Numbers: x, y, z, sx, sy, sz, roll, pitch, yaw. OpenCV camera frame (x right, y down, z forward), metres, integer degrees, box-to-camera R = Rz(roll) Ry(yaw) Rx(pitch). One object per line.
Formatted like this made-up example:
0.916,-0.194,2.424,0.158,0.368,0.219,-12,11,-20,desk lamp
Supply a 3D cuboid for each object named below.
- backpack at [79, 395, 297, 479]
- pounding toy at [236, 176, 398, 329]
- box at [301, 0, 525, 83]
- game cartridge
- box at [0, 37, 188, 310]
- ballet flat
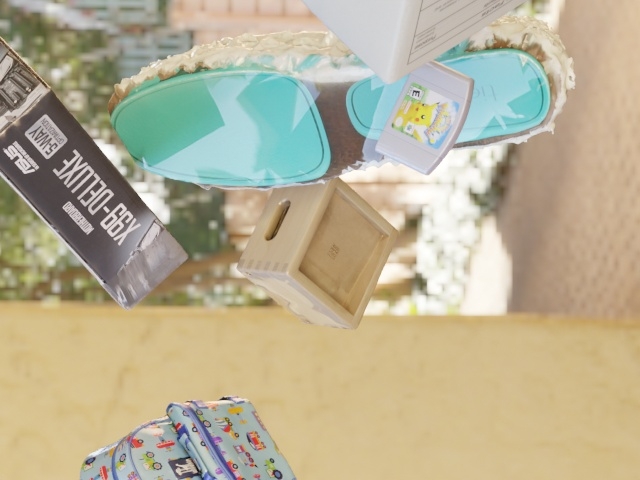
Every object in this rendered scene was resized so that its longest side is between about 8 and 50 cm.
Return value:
-0.128,0.228,1.616,0.117,0.173,0.158,-48,58,31,backpack
0.000,0.000,1.664,0.130,0.100,0.141,41,-115,-39,pounding toy
0.075,-0.257,1.080,0.121,0.148,0.311,46,152,21,box
0.083,-0.095,1.346,0.083,0.056,0.017,-65,-17,5,game cartridge
-0.264,-0.105,1.467,0.307,0.076,0.242,43,172,39,box
0.023,-0.130,1.534,0.147,0.409,0.147,-4,-90,-76,ballet flat
